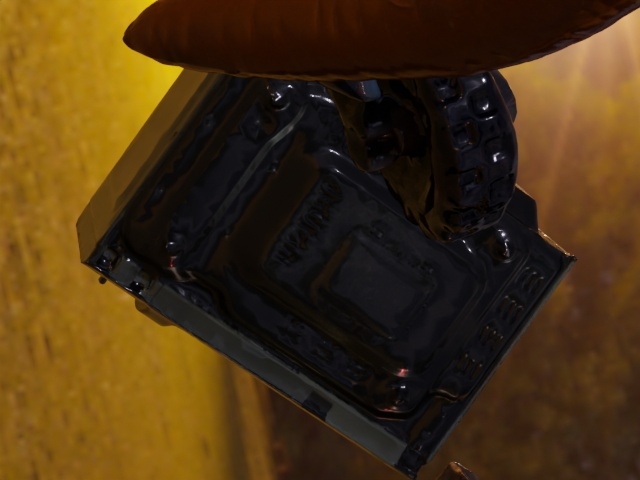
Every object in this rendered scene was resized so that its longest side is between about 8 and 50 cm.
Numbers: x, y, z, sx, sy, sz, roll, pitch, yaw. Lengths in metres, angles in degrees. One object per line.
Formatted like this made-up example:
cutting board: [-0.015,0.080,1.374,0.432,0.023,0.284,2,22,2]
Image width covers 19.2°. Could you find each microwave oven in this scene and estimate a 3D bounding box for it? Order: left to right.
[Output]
microwave oven: [0.000,0.000,1.391,0.295,0.237,0.181,35,6,-14]

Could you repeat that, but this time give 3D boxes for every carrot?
carrot: [0.038,-0.085,0.648,0.066,0.271,0.062,33,53,-37]

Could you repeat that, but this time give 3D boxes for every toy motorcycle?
toy motorcycle: [0.018,-0.200,0.918,0.232,0.172,0.416,-126,-158,-48]

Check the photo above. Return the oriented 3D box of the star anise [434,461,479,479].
star anise: [0.104,0.328,1.650,0.283,0.129,0.212,-41,121,-62]
